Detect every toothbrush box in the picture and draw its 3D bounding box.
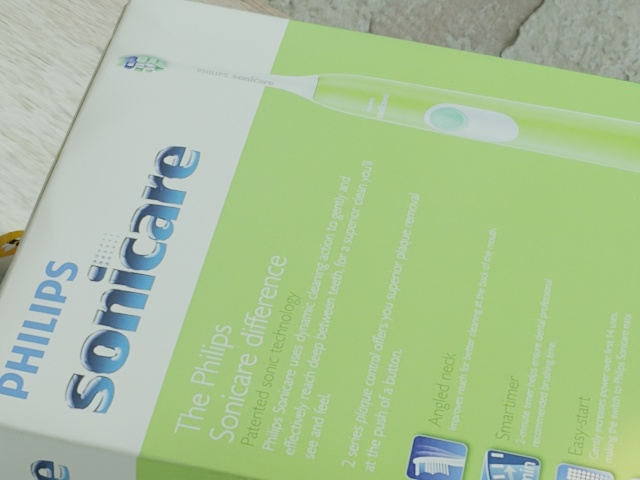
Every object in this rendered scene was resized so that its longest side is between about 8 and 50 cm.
[{"bbox_3d":[0.045,0.045,0.650,0.283,0.122,0.206,11,46,4],"label":"toothbrush box"}]

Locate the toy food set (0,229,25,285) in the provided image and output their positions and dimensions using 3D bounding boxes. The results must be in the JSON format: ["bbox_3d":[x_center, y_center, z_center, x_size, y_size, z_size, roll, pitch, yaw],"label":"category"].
[{"bbox_3d":[-0.037,0.084,0.766,0.232,0.111,0.104,25,14,-16],"label":"toy food set"}]
